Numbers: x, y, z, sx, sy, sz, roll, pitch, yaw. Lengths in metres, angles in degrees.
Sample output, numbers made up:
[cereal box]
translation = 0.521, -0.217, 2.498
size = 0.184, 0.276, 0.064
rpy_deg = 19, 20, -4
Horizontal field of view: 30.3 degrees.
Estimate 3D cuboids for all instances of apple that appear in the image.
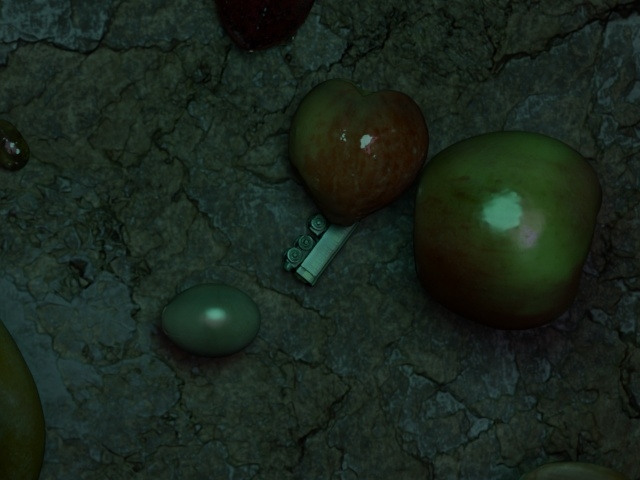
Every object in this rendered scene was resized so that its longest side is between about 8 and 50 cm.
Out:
[apple]
translation = 0.278, -0.019, 1.823
size = 0.277, 0.319, 0.319
rpy_deg = 14, 81, 13

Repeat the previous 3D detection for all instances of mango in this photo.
[mango]
translation = -0.510, 0.236, 1.663
size = 0.222, 0.199, 0.383
rpy_deg = -20, 102, -20

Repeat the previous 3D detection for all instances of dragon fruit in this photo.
[dragon fruit]
translation = -0.103, -0.390, 1.885
size = 0.161, 0.121, 0.127
rpy_deg = 46, 118, 19

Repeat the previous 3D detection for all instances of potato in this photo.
[potato]
translation = -0.471, -0.144, 1.782
size = 0.051, 0.040, 0.083
rpy_deg = -35, 95, -20

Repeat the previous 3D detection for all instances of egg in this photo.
[egg]
translation = -0.166, 0.121, 1.793
size = 0.152, 0.114, 0.114
rpy_deg = 5, 84, -14

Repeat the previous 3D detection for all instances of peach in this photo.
[peach]
translation = 0.053, -0.134, 1.838
size = 0.233, 0.232, 0.232
rpy_deg = 1, 84, -14

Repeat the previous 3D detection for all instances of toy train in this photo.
[toy train]
translation = 0.000, 0.000, 1.886
size = 0.071, 0.038, 0.148
rpy_deg = 39, 77, -10

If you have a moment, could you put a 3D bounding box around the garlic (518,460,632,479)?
[garlic]
translation = 0.389, 0.493, 1.849
size = 0.313, 0.249, 0.286
rpy_deg = 26, 95, 10
